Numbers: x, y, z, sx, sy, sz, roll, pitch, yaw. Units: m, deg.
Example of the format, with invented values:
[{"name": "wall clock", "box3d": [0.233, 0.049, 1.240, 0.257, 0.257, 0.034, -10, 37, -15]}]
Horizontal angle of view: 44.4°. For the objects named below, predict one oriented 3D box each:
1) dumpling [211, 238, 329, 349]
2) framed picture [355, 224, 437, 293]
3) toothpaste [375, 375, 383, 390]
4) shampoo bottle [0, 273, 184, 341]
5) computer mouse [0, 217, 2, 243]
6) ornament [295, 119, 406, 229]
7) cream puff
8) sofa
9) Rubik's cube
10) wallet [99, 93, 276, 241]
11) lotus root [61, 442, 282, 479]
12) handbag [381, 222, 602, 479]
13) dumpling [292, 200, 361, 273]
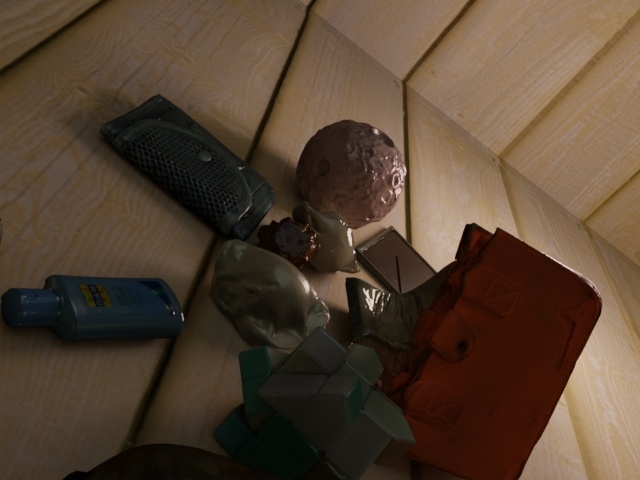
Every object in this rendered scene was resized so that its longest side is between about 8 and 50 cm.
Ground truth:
[{"name": "dumpling", "box3d": [-0.097, 0.102, 1.341, 0.228, 0.124, 0.151, 37, 62, 2]}, {"name": "framed picture", "box3d": [0.192, 0.061, 1.887, 0.192, 0.018, 0.265, 46, 26, 8]}, {"name": "toothpaste", "box3d": [0.155, 0.303, 1.451, 0.190, 0.031, 0.048, 43, 13, 9]}, {"name": "shampoo bottle", "box3d": [-0.314, 0.094, 1.093, 0.258, 0.061, 0.104, 5, 42, -50]}, {"name": "computer mouse", "box3d": [-0.518, -0.033, 1.026, 0.199, 0.045, 0.102, 23, 31, -33]}, {"name": "ornament", "box3d": [0.078, -0.159, 1.831, 0.259, 0.225, 0.259, 31, 28, -18]}, {"name": "cream puff", "box3d": [-0.066, 0.013, 1.521, 0.122, 0.094, 0.116, 18, 63, -14]}, {"name": "sofa", "box3d": [0.182, 0.134, 1.512, 0.176, 0.225, 0.210, 48, 22, -27]}, {"name": "Rubik's cube", "box3d": [-0.003, 0.237, 1.126, 0.265, 0.213, 0.224, 44, 27, 11]}, {"name": "wallet", "box3d": [-0.245, -0.151, 1.558, 0.342, 0.075, 0.237, 40, 29, -4]}, {"name": "lotus root", "box3d": [-0.112, 0.339, 0.801, 0.346, 0.250, 0.251, 27, 30, -26]}, {"name": "handbag", "box3d": [0.290, 0.207, 1.358, 0.303, 0.410, 0.116, 27, -1, -25]}, {"name": "dumpling", "box3d": [0.001, -0.004, 1.626, 0.111, 0.155, 0.181, -19, 101, -28]}]
